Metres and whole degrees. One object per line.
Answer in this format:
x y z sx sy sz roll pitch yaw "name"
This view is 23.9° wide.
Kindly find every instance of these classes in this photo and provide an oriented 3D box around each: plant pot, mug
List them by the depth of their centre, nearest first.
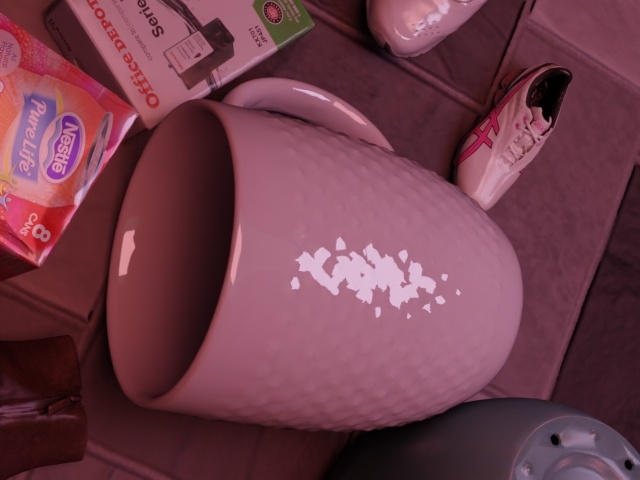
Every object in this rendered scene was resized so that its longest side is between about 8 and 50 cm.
0.000 0.000 1.410 0.328 0.276 0.374 12 49 -28 "mug"
0.179 0.280 1.413 0.293 0.235 0.293 12 65 -28 "plant pot"

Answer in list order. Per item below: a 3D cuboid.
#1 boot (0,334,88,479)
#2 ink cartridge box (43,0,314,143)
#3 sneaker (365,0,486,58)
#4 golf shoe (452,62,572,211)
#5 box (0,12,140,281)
-0.319 0.105 1.333 0.206 0.090 0.249 -13 100 -33 "boot"
-0.136 -0.210 1.447 0.208 0.087 0.153 -36 98 -22 "ink cartridge box"
0.163 -0.302 1.569 0.297 0.129 0.111 -45 104 -20 "sneaker"
0.201 -0.112 1.588 0.067 0.086 0.186 34 73 -18 "golf shoe"
-0.284 -0.061 1.248 0.142 0.300 0.154 36 71 -16 "box"
